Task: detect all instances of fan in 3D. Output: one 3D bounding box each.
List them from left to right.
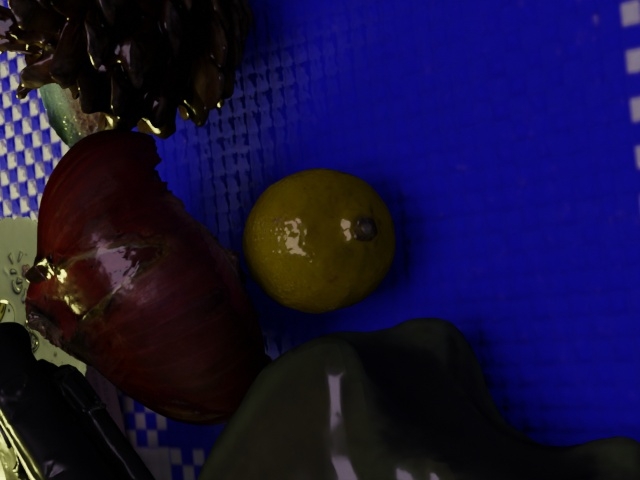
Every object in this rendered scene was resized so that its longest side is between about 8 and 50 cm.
[{"bbox_3d":[-0.332,0.156,1.293,0.233,0.012,0.414,49,120,32],"label":"fan"}]

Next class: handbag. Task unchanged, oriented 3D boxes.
[{"bbox_3d":[-0.190,0.213,1.055,0.244,0.088,0.275,47,155,32],"label":"handbag"}]

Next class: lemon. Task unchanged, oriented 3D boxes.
[{"bbox_3d":[0.000,0.000,0.995,0.133,0.109,0.109,-24,76,57],"label":"lemon"}]

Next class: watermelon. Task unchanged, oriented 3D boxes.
[{"bbox_3d":[-0.213,-0.172,1.222,0.094,0.081,0.180,34,132,20],"label":"watermelon"}]

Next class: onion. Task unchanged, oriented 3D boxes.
[{"bbox_3d":[-0.132,0.034,1.042,0.161,0.248,0.248,-28,71,13],"label":"onion"}]

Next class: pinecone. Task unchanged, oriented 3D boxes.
[{"bbox_3d":[-0.160,-0.173,1.072,0.184,0.205,0.179,-12,81,55],"label":"pinecone"}]

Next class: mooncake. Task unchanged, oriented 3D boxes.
[{"bbox_3d":[0.068,0.234,0.891,0.351,0.187,0.351,1,91,40],"label":"mooncake"}]

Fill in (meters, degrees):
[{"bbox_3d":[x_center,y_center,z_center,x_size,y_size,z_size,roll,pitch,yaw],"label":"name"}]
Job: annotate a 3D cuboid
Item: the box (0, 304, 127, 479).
[{"bbox_3d":[-0.257,0.240,1.282,0.200,0.065,0.343,-24,75,42],"label":"box"}]
